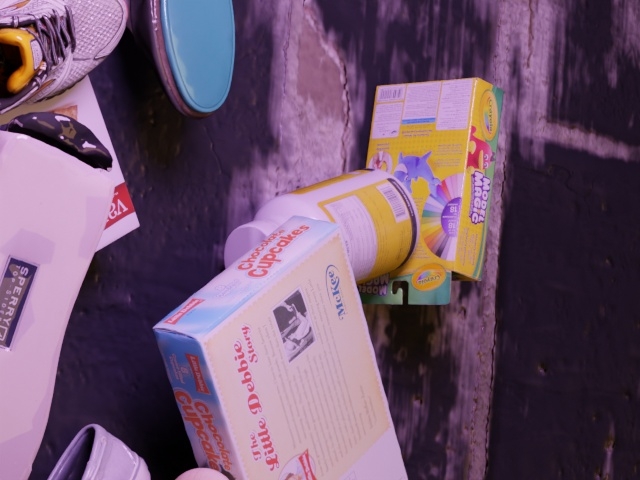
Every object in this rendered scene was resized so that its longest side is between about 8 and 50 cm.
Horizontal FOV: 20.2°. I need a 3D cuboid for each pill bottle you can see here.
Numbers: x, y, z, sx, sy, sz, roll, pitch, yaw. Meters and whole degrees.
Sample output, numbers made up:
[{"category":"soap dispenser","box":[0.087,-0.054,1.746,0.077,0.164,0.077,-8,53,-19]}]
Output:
[{"category":"pill bottle","box":[0.000,0.000,1.654,0.184,0.103,0.103,-20,104,-46]}]

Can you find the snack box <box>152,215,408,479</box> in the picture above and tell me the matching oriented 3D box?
[{"category":"snack box","box":[-0.023,0.163,1.553,0.187,0.060,0.322,-39,126,-38]}]

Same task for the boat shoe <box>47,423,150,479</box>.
[{"category":"boat shoe","box":[-0.221,0.243,1.433,0.081,0.079,0.227,50,49,-23]}]

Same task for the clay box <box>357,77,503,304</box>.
[{"category":"clay box","box":[0.103,-0.043,1.750,0.053,0.127,0.222,17,77,-47]}]

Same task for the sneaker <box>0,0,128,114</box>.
[{"category":"sneaker","box":[-0.221,-0.132,1.323,0.225,0.092,0.088,-35,113,-41]}]

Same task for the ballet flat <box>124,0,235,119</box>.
[{"category":"ballet flat","box":[-0.131,-0.241,1.522,0.095,0.096,0.280,-5,93,-46]}]

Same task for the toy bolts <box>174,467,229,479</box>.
[{"category":"toy bolts","box":[-0.078,0.314,1.476,0.218,0.228,0.158,26,44,-1]}]

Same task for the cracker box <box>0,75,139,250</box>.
[{"category":"cracker box","box":[-0.249,-0.084,1.409,0.155,0.067,0.232,-34,114,-42]}]

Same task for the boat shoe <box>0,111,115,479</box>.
[{"category":"boat shoe","box":[-0.258,0.072,1.272,0.127,0.158,0.340,28,81,-27]}]
